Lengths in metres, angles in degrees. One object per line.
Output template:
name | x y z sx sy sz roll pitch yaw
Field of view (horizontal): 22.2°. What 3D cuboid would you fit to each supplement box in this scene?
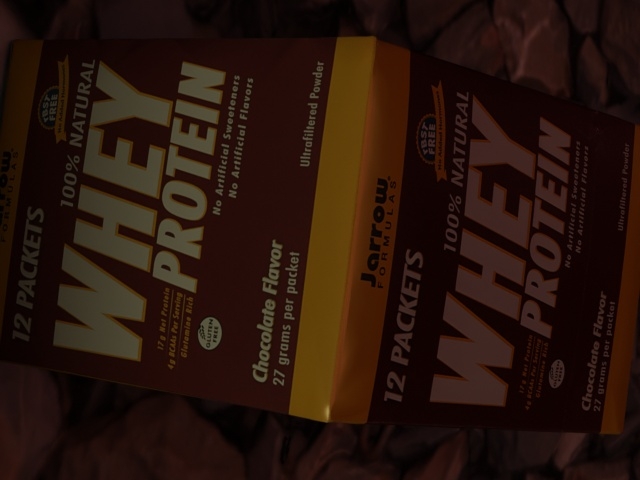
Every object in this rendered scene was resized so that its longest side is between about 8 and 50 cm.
supplement box | 0.000 0.000 0.657 0.194 0.191 0.129 10 87 -50
